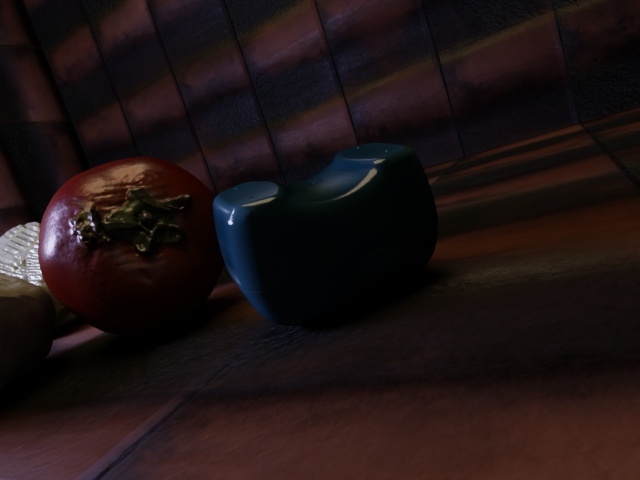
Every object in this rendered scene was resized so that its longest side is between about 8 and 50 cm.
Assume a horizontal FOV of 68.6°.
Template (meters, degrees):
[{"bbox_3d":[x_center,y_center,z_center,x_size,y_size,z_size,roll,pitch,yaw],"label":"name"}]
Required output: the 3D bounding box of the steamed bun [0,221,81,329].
[{"bbox_3d":[-0.689,0.113,1.220,0.394,0.237,0.346,-33,50,-8],"label":"steamed bun"}]

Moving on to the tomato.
[{"bbox_3d":[-0.334,0.017,0.856,0.321,0.321,0.321,-18,9,3],"label":"tomato"}]

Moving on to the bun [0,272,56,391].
[{"bbox_3d":[-0.627,0.156,0.766,0.359,0.211,0.360,12,-1,0],"label":"bun"}]

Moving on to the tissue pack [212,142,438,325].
[{"bbox_3d":[0.012,-0.003,0.653,0.287,0.206,0.198,-23,19,-16],"label":"tissue pack"}]
